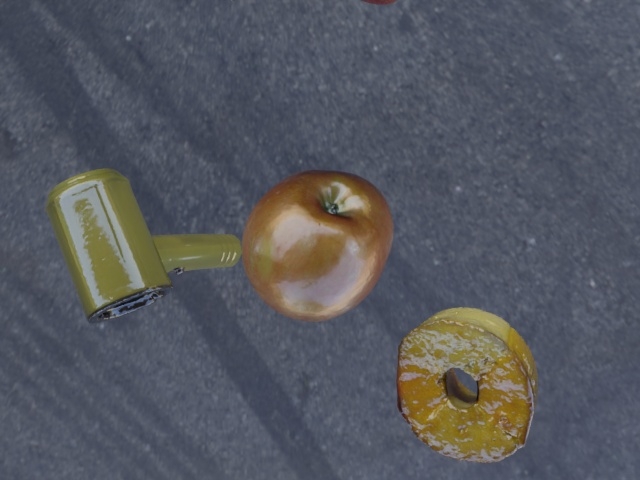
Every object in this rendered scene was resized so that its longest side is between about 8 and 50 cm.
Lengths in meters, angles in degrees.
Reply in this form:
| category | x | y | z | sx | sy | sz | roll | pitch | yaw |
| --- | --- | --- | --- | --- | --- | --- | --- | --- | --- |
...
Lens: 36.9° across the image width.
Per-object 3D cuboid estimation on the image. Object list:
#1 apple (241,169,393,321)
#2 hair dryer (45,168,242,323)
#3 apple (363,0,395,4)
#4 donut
| category | x | y | z | sx | sy | sz | roll | pitch | yaw |
| --- | --- | --- | --- | --- | --- | --- | --- | --- | --- |
| apple | 0.000 | 0.000 | 1.512 | 0.253 | 0.253 | 0.254 | -2 | 117 | -4 |
| hair dryer | -0.172 | 0.003 | 1.035 | 0.090 | 0.278 | 0.135 | -28 | 79 | 22 |
| apple | 0.087 | -0.452 | 1.356 | 0.218 | 0.218 | 0.201 | -41 | 89 | 15 |
| donut | 0.175 | 0.163 | 1.129 | 0.174 | 0.074 | 0.190 | -6 | 110 | 36 |
